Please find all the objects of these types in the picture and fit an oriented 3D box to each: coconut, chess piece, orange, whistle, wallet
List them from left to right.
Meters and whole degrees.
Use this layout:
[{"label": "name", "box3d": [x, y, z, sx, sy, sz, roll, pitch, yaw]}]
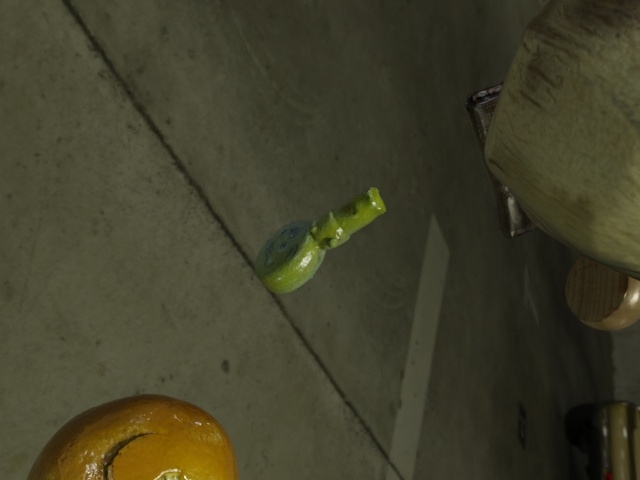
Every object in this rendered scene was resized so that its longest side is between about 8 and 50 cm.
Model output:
[{"label": "orange", "box3d": [-0.132, 0.189, 0.476, 0.155, 0.154, 0.134, 46, 9, -48]}, {"label": "whistle", "box3d": [0.000, 0.000, 0.848, 0.057, 0.198, 0.104, 47, 24, -29]}, {"label": "wallet", "box3d": [0.250, -0.096, 0.765, 0.042, 0.124, 0.230, -95, 162, -45]}, {"label": "chess piece", "box3d": [0.280, 0.046, 0.642, 0.038, 0.083, 0.084, 18, 62, -25]}, {"label": "coconut", "box3d": [0.201, -0.077, 0.382, 0.224, 0.224, 0.224, 27, 58, -57]}]
